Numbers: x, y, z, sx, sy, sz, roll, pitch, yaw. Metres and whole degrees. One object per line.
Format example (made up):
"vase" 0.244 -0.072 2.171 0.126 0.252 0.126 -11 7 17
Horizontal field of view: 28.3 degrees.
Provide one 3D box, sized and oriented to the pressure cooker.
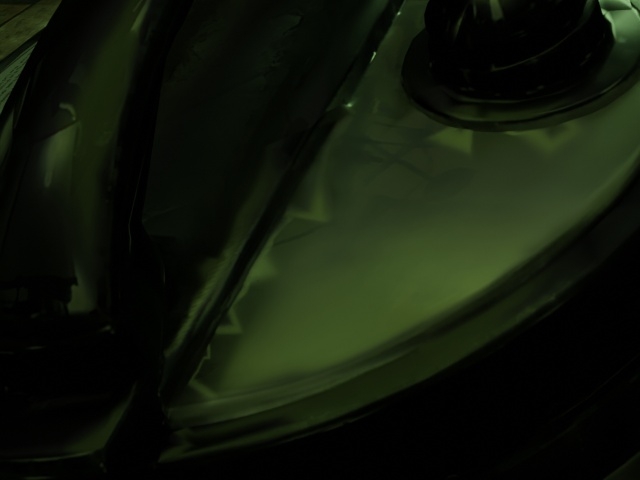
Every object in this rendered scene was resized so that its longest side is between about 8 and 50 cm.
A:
"pressure cooker" 0.026 0.036 0.539 0.376 0.420 0.370 -28 37 -3
